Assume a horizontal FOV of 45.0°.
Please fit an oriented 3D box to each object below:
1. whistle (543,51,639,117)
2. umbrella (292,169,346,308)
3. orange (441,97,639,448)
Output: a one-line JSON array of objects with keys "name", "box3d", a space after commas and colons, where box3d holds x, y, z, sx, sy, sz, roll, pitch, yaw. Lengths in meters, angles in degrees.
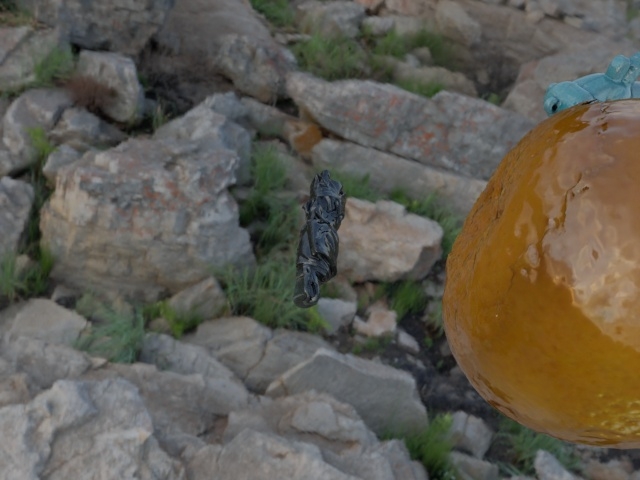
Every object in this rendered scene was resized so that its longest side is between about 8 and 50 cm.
[{"name": "whistle", "box3d": [0.467, -0.222, 1.258, 0.274, 0.186, 0.093, -7, 37, -28]}, {"name": "umbrella", "box3d": [0.000, 0.000, 1.037, 0.066, 0.059, 0.235, 42, 35, -27]}, {"name": "orange", "box3d": [0.178, 0.020, 0.469, 0.193, 0.219, 0.219, 43, 37, -9]}]
